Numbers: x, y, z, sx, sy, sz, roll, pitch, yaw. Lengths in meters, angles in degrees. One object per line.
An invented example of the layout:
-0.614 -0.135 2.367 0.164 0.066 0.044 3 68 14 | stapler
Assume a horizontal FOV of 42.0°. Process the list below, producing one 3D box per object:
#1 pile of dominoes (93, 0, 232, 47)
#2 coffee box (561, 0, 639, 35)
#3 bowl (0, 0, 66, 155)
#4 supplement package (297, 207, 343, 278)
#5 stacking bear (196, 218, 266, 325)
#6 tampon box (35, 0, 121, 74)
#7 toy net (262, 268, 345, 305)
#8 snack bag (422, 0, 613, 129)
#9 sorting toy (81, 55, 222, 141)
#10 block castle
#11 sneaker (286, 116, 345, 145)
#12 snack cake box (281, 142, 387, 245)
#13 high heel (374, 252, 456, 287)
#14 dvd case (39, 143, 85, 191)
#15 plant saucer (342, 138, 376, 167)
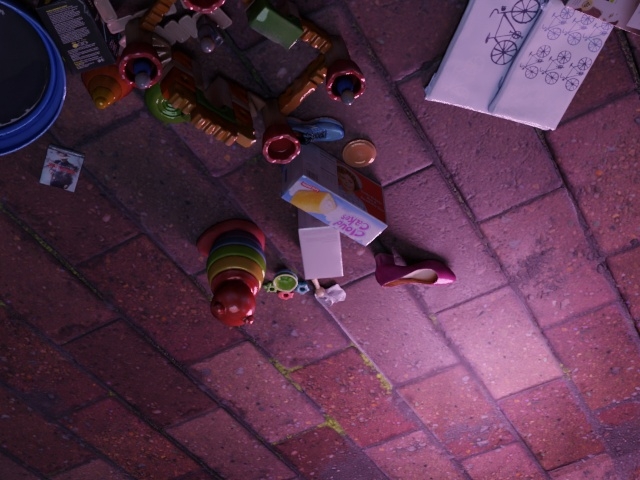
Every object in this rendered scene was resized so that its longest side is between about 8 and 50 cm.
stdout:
-0.325 -0.490 1.717 0.251 0.040 0.196 -18 142 2 | pile of dominoes
0.631 -0.512 1.698 0.297 0.168 0.118 15 129 -16 | coffee box
-0.743 -0.357 1.767 0.392 0.077 0.391 -10 131 -11 | bowl
0.000 0.000 2.161 0.105 0.105 0.179 -6 131 1 | supplement package
-0.218 0.096 2.109 0.175 0.289 0.164 29 124 -26 | stacking bear
-0.494 -0.448 1.717 0.102 0.120 0.161 -14 131 7 | tampon box
-0.039 0.148 2.331 0.232 0.045 0.122 21 127 -21 | toy net
0.441 -0.410 1.866 0.343 0.037 0.323 12 130 -14 | snack bag
-0.359 -0.295 1.861 0.366 0.126 0.127 17 129 -17 | sorting toy
-0.161 -0.358 1.715 0.453 0.212 0.303 26 125 -36 | block castle
-0.023 -0.246 1.959 0.162 0.073 0.063 -1 132 -3 | sneaker
0.034 -0.118 2.026 0.264 0.152 0.089 29 124 -26 | snack cake box
0.262 0.105 2.263 0.244 0.117 0.082 18 128 -18 | high heel
-0.629 -0.175 2.026 0.087 0.013 0.119 17 128 -18 | dvd case
0.095 -0.212 2.037 0.084 0.013 0.083 -1 132 -1 | plant saucer
